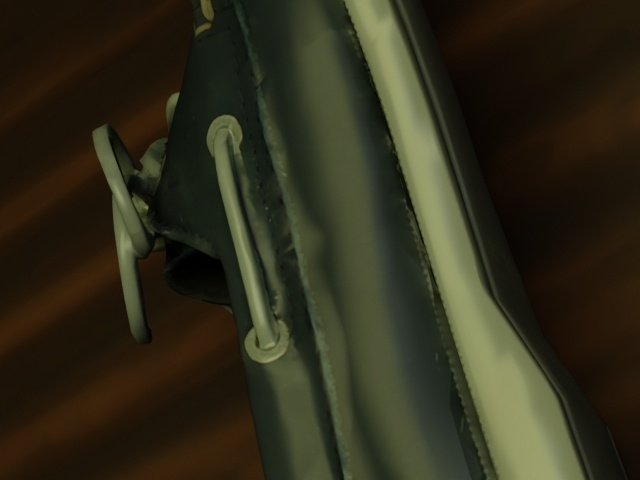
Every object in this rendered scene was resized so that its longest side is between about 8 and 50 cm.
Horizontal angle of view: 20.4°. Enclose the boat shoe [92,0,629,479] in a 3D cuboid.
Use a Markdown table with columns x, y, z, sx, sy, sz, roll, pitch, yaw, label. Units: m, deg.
| x | y | z | sx | sy | sz | roll | pitch | yaw | label |
| --- | --- | --- | --- | --- | --- | --- | --- | --- | --- |
| 0.000 | 0.000 | 0.371 | 0.079 | 0.095 | 0.254 | -24 | 73 | 10 | boat shoe |
